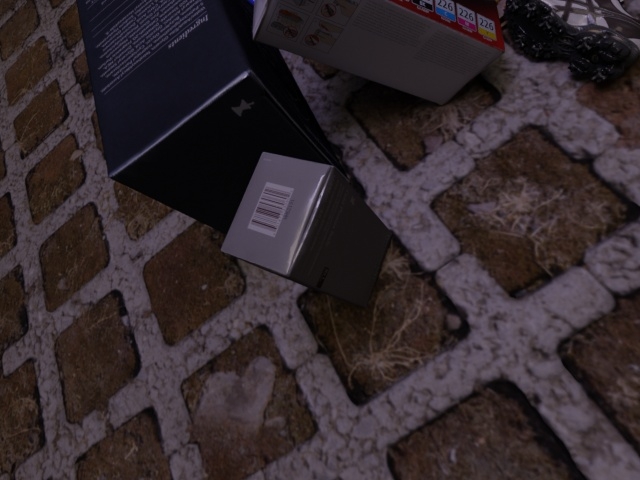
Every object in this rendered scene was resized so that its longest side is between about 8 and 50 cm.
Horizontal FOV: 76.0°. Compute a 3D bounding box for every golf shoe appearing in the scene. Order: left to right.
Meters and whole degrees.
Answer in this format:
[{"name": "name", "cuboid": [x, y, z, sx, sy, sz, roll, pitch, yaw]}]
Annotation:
[{"name": "golf shoe", "cuboid": [0.345, -0.295, 0.561, 0.094, 0.077, 0.198, -37, 65, -7]}]

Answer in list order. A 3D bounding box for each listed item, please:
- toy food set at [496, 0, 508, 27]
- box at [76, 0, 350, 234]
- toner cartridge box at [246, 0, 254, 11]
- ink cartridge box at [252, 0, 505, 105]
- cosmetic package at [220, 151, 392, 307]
[{"name": "toy food set", "cuboid": [0.263, -0.360, 0.642, 0.083, 0.020, 0.082, -41, 61, 7]}, {"name": "box", "cuboid": [-0.165, -0.236, 0.645, 0.212, 0.293, 0.395, -32, 62, 13]}, {"name": "toner cartridge box", "cuboid": [-0.155, -0.574, 0.781, 0.348, 0.075, 0.165, 41, 102, 1]}, {"name": "ink cartridge box", "cuboid": [0.076, -0.373, 0.568, 0.130, 0.310, 0.271, 144, 129, -58]}, {"name": "cosmetic package", "cuboid": [0.000, 0.000, 0.521, 0.107, 0.238, 0.127, 17, 83, 31]}]
